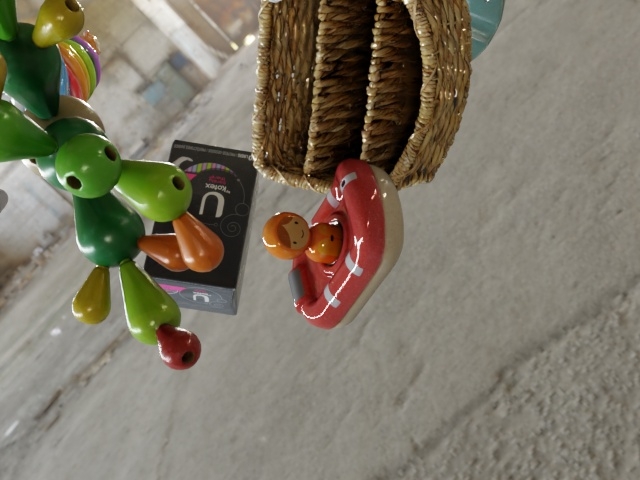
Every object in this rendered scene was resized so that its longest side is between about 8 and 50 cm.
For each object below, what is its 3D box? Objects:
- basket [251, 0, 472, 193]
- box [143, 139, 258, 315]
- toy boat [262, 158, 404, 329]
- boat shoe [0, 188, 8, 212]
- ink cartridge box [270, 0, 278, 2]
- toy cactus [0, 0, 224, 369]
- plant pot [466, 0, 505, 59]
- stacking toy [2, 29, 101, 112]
[{"bbox_3d":[0.057,-0.207,1.120,0.223,0.299,0.213,-15,33,-40],"label":"basket"},{"bbox_3d":[-0.208,-0.022,1.495,0.143,0.165,0.271,102,176,-66],"label":"box"},{"bbox_3d":[0.000,0.000,1.037,0.231,0.151,0.151,-58,34,37],"label":"toy boat"},{"bbox_3d":[-0.456,-0.026,1.108,0.035,0.035,0.100,-17,42,48],"label":"boat shoe"},{"bbox_3d":[-0.028,-0.460,0.973,0.117,0.207,0.283,-6,49,44],"label":"ink cartridge box"},{"bbox_3d":[-0.139,-0.039,0.439,0.112,0.219,0.180,-38,26,-9],"label":"toy cactus"},{"bbox_3d":[0.202,-0.489,1.506,0.341,0.341,0.334,-35,23,32],"label":"plant pot"},{"bbox_3d":[-0.406,-0.258,1.286,0.302,0.165,0.175,-71,-13,-60],"label":"stacking toy"}]
